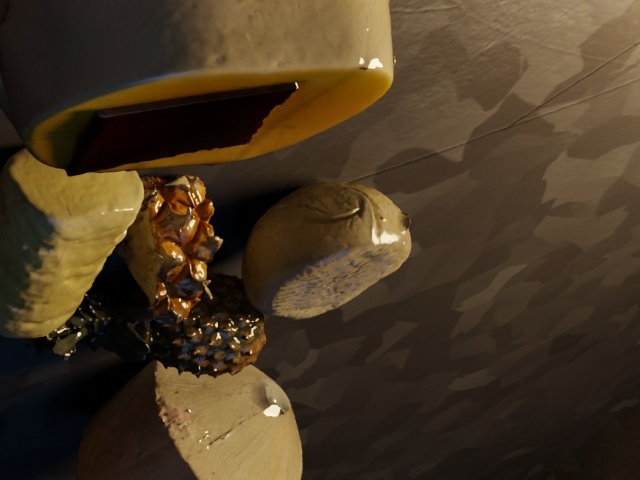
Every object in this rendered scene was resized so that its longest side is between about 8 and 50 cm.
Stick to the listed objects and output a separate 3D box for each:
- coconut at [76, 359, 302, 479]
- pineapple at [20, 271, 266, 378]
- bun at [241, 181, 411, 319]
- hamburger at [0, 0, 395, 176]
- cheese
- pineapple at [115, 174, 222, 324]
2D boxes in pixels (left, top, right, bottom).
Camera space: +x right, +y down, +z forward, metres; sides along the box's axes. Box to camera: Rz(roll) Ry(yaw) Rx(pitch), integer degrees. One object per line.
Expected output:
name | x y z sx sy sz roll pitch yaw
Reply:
coconut | -0.138 0.239 1.301 0.244 0.239 0.239 -39 151 19
pineapple | -0.182 0.086 1.133 0.251 0.125 0.125 2 141 -36
bun | 0.000 0.000 1.133 0.173 0.113 0.166 -12 156 -31
hamburger | -0.087 -0.143 0.771 0.295 0.151 0.227 -11 166 -40
cheese | -0.231 0.002 0.943 0.123 0.094 0.167 1 142 -40
pineapple | -0.149 0.008 1.038 0.069 0.137 0.116 2 179 -40
